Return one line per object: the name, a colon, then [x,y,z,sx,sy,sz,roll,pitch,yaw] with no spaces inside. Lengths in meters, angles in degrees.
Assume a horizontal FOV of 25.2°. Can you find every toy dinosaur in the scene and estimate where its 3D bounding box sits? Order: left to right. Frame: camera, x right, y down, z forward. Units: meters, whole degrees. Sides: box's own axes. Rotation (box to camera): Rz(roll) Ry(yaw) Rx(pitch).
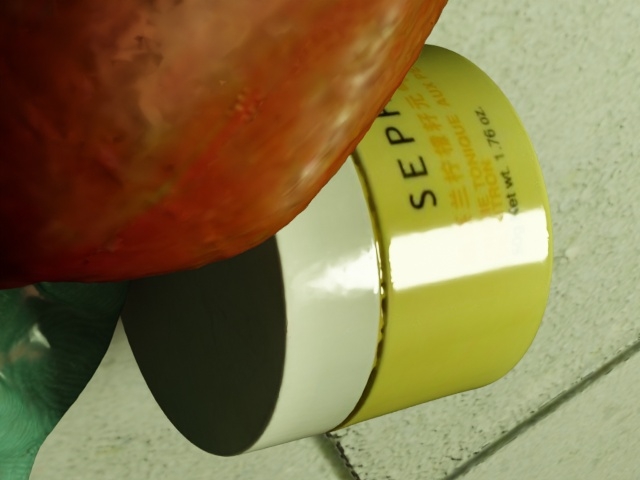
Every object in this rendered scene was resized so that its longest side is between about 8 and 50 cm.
toy dinosaur: [-0.147,0.055,0.857,0.383,0.129,0.331,-61,147,-7]

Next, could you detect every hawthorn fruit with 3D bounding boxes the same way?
hawthorn fruit: [-0.077,-0.130,0.595,0.311,0.295,0.295,-57,147,-26]

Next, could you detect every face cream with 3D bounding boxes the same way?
face cream: [0.000,0.000,0.838,0.179,0.218,0.218,-11,133,-31]
